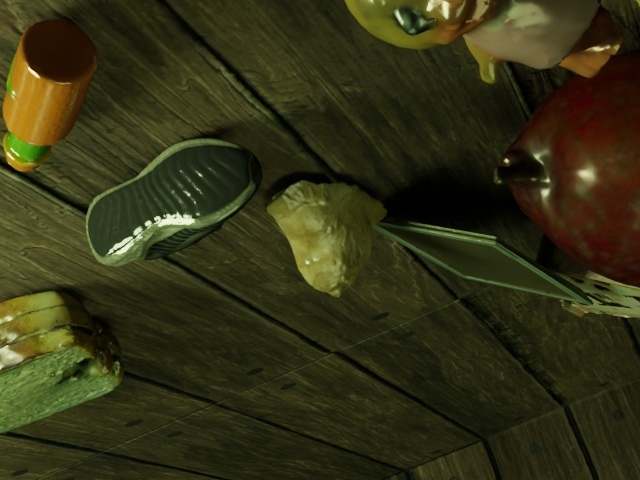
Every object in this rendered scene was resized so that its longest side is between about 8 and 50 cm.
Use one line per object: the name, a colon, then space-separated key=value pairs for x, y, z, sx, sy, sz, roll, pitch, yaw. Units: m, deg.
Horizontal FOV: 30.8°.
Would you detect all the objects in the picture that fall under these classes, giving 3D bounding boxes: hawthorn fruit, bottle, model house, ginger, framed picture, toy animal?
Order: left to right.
bottle: x=-0.252 y=-0.119 z=1.045 sx=0.069 sy=0.069 sz=0.187 roll=-7 pitch=156 yaw=-28
ginger: x=-0.002 y=-0.003 z=1.472 sx=0.115 sy=0.122 sz=0.193 roll=-9 pitch=160 yaw=33
toy animal: x=0.128 y=-0.231 z=0.982 sx=0.281 sy=0.169 sz=0.195 roll=-4 pitch=122 yaw=-34
framed picture: x=0.221 y=0.023 z=1.618 sx=0.232 sy=0.019 sz=0.296 roll=12 pitch=170 yaw=40
model house: x=0.427 y=0.013 z=1.711 sx=0.244 sy=0.169 sz=0.326 roll=23 pitch=171 yaw=-28
hawthorn fruit: x=0.391 y=-0.079 z=1.380 sx=0.325 sy=0.308 sz=0.308 roll=-16 pitch=160 yaw=17

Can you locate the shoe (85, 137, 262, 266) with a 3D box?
shoe: x=-0.152 y=-0.039 z=1.294 sx=0.227 sy=0.099 sz=0.112 roll=-24 pitch=165 yaw=21

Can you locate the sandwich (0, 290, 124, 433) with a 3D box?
sandwich: x=-0.403 y=0.168 z=1.558 sx=0.249 sy=0.095 sz=0.273 roll=-19 pitch=159 yaw=0

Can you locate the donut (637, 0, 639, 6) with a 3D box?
donut: x=0.385 y=-0.281 z=1.210 sx=0.140 sy=0.059 sz=0.140 roll=-19 pitch=161 yaw=-7
